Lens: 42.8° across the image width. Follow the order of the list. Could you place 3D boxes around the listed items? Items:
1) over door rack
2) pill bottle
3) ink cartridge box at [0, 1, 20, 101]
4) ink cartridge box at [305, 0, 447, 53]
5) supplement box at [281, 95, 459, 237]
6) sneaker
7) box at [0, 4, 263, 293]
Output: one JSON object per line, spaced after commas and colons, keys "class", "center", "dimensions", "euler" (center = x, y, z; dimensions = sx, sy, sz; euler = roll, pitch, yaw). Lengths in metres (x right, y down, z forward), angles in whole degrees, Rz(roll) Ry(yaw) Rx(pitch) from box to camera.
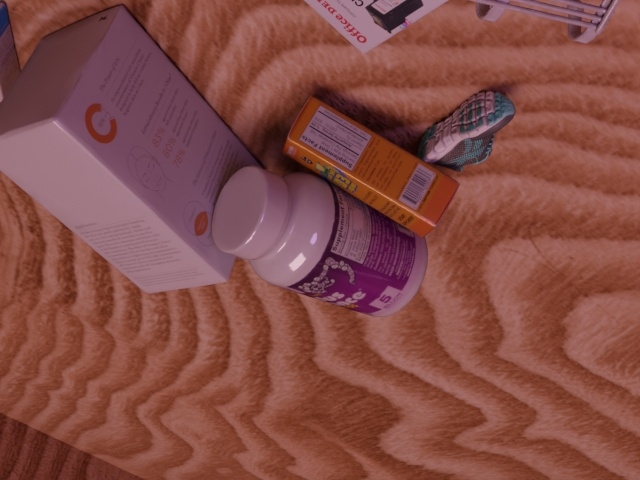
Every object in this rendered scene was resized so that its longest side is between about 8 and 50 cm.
{"class": "over door rack", "center": [0.212, -0.329, 0.702], "dimensions": [0.239, 0.108, 0.324], "euler": [7, 146, -17]}
{"class": "pill bottle", "center": [0.000, 0.000, 1.182], "dimensions": [0.301, 0.169, 0.169], "euler": [21, 149, -37]}
{"class": "ink cartridge box", "center": [-0.494, -0.264, 1.160], "dimensions": [0.104, 0.060, 0.180], "euler": [15, 146, 0]}
{"class": "ink cartridge box", "center": [0.071, -0.298, 0.878], "dimensions": [0.127, 0.072, 0.175], "euler": [36, 140, -28]}
{"class": "supplement box", "center": [0.065, -0.098, 1.106], "dimensions": [0.233, 0.080, 0.078], "euler": [32, 166, 0]}
{"class": "sneaker", "center": [0.204, -0.138, 1.072], "dimensions": [0.076, 0.065, 0.166], "euler": [23, 154, -24]}
{"class": "box", "center": [-0.261, -0.112, 1.146], "dimensions": [0.168, 0.215, 0.345], "euler": [-10, 138, 33]}
